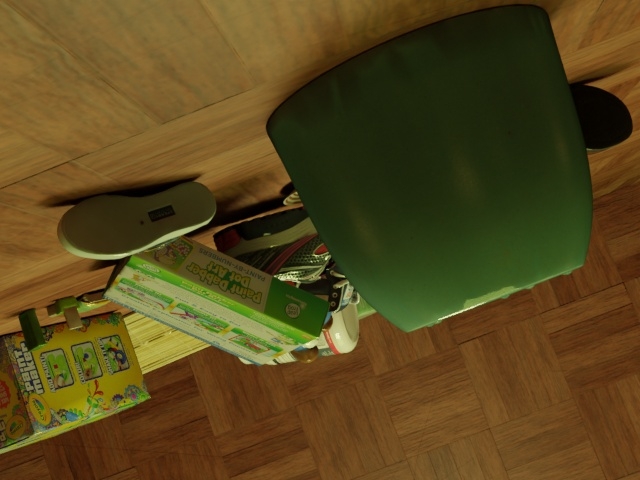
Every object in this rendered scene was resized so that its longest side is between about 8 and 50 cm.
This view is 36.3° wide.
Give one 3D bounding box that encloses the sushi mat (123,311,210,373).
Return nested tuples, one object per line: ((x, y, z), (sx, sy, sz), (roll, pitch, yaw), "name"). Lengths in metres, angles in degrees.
((-0.353, 0.201, 1.968), (0.316, 0.151, 0.019), (-24, -143, 24), "sushi mat")

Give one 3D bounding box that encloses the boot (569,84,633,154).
((0.271, -0.120, 1.403), (0.264, 0.096, 0.280), (-19, 174, -19), "boot")

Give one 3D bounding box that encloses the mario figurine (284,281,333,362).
((0.005, 0.143, 2.006), (0.170, 0.198, 0.320), (-10, 151, -9), "mario figurine")

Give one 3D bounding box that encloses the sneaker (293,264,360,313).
((0.061, 0.029, 1.685), (0.282, 0.153, 0.099), (-25, 172, 33), "sneaker")

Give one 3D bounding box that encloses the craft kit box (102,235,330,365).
((-0.145, 0.077, 1.269), (0.249, 0.061, 0.246), (26, 161, -14), "craft kit box")

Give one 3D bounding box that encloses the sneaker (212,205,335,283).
((0.000, 0.000, 1.381), (0.299, 0.112, 0.121), (-17, -178, -16), "sneaker")

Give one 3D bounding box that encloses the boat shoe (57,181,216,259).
((-0.197, -0.009, 1.006), (0.183, 0.065, 0.083), (-15, 170, -43), "boat shoe")

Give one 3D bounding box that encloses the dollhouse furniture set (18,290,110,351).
((-0.381, 0.122, 1.504), (0.151, 0.059, 0.076), (-13, 170, -46), "dollhouse furniture set")

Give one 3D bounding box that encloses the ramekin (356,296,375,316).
((0.008, 0.158, 2.535), (0.303, 0.148, 0.303), (-20, 173, -3), "ramekin")

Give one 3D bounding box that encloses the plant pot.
((0.124, -0.049, 0.943), (0.293, 0.235, 0.293), (-20, 174, -2), "plant pot")

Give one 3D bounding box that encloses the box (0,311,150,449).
((-0.524, 0.274, 1.772), (0.290, 0.177, 0.279), (-24, 172, 32), "box")

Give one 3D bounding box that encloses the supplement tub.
((-0.060, 0.189, 2.309), (0.272, 0.191, 0.191), (-11, 176, 15), "supplement tub")

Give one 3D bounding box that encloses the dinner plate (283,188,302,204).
((0.015, -0.079, 1.293), (0.141, 0.017, 0.141), (-21, 172, -3), "dinner plate")
